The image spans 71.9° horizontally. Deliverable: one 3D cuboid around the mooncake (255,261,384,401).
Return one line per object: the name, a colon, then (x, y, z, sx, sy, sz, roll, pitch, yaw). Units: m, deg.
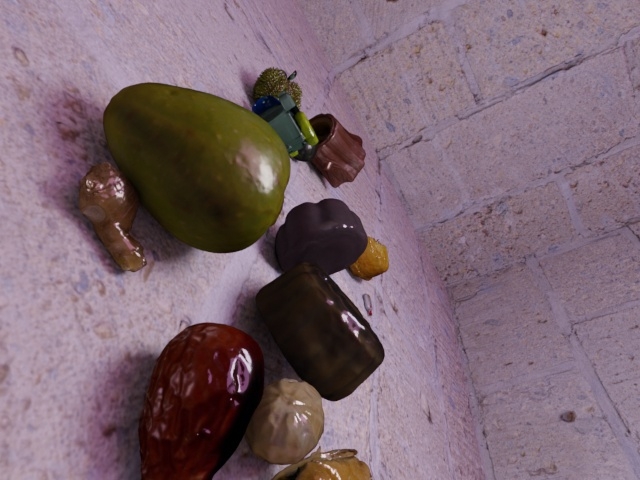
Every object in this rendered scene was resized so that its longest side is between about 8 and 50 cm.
mooncake: (0.003, 0.179, 0.926, 0.290, 0.161, 0.290, 53, 0, 0)

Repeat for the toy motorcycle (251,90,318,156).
toy motorcycle: (-0.131, -0.322, 1.268, 0.199, 0.191, 0.326, 59, 7, -13)

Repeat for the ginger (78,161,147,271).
ginger: (-0.302, -0.035, 0.663, 0.096, 0.067, 0.165, -76, 153, -67)

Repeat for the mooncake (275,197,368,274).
mooncake: (0.000, 0.000, 1.147, 0.245, 0.245, 0.133, 42, 23, -49)

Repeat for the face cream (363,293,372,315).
face cream: (0.177, 0.238, 1.632, 0.040, 0.021, 0.083, 39, 34, -50)

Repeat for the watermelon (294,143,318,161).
watermelon: (-0.061, -0.340, 1.528, 0.105, 0.105, 0.133, 5, 82, -68)

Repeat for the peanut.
peanut: (-0.054, 0.303, 0.745, 0.290, 0.130, 0.130, 89, -13, -67)

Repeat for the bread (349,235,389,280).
bread: (0.176, 0.070, 1.634, 0.229, 0.143, 0.139, 24, 46, -59)

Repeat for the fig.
fig: (-0.208, -0.126, 0.751, 0.326, 0.258, 0.258, 35, 32, -23)

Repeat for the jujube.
jujube: (-0.163, 0.230, 0.599, 0.168, 0.168, 0.236, 46, 46, -44)

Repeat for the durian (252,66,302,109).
durian: (-0.147, -0.471, 1.422, 0.159, 0.146, 0.198, 8, 54, -49)

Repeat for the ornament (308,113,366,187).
ornament: (0.035, -0.357, 1.690, 0.218, 0.221, 0.235, 38, 79, -47)

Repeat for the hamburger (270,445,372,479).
hamburger: (-0.016, 0.465, 0.693, 0.209, 0.162, 0.329, 50, 29, -31)
